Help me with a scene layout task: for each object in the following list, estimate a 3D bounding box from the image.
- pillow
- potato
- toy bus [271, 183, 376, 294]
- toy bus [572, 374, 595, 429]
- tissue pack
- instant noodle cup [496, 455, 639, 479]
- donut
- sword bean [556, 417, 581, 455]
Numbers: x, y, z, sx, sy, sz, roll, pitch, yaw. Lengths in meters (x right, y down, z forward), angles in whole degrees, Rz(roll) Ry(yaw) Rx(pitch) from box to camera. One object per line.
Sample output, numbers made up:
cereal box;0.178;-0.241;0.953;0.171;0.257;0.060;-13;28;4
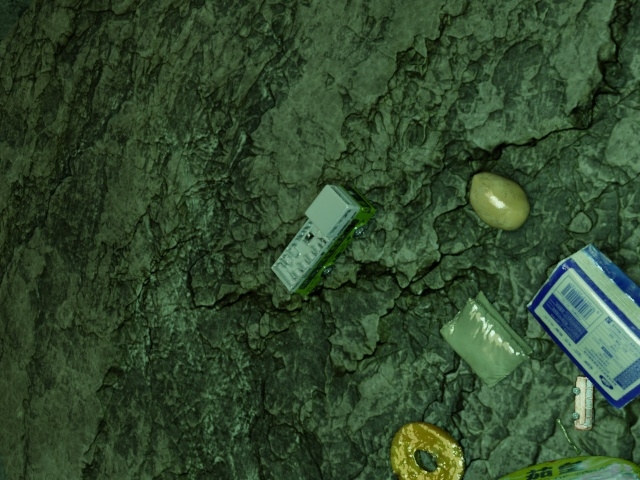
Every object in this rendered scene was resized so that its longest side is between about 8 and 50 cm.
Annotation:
pillow;0.363;0.222;1.476;0.134;0.077;0.181;-50;66;21
potato;0.390;-0.085;1.476;0.147;0.112;0.112;45;108;20
toy bus;0.000;0.000;1.687;0.113;0.139;0.302;48;111;29
toy bus;0.542;0.334;1.378;0.043;0.031;0.110;1;85;25
tissue pack;0.554;0.162;1.289;0.137;0.209;0.270;-28;62;-20
instant noodle cup;0.475;0.580;1.247;0.325;0.325;0.254;-19;84;29
donut;0.248;0.498;1.528;0.178;0.065;0.162;42;102;29
sword bean;0.516;0.409;1.398;0.012;0.012;0.083;-38;68;23
